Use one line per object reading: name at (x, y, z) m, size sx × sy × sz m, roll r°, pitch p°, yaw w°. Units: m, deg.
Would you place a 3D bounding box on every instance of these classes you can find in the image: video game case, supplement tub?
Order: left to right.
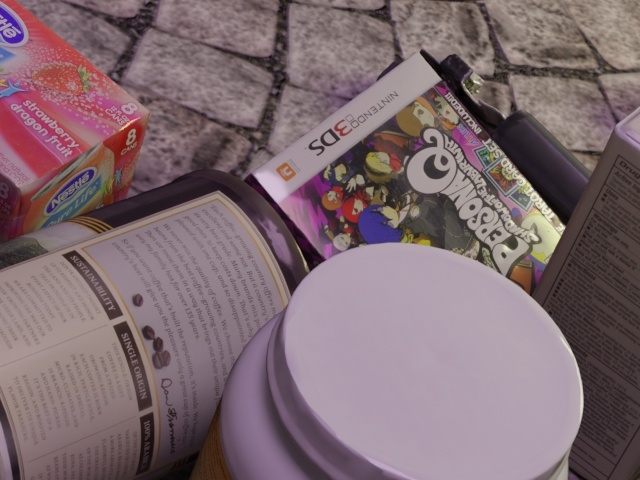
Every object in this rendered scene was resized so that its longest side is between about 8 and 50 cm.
supplement tub at (0.028, 0.175, 1.283) m, size 0.228 × 0.316 × 0.228 m, roll 11°, pitch 46°, yaw -12°
video game case at (0.080, -0.013, 1.584) m, size 0.210 × 0.042 × 0.232 m, roll -37°, pitch 86°, yaw -33°

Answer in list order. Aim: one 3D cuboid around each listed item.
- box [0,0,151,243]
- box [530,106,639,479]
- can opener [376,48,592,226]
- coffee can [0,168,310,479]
box at (-0.300, -0.113, 1.551) m, size 0.300 × 0.142 × 0.154 m, roll 40°, pitch 46°, yaw 17°
box at (0.256, 0.038, 1.504) m, size 0.148 × 0.311 × 0.121 m, roll 39°, pitch 47°, yaw 17°
can opener at (0.172, -0.072, 1.761) m, size 0.093 × 0.074 × 0.280 m, roll -45°, pitch 69°, yaw -7°
coffee can at (-0.163, 0.083, 1.378) m, size 0.275 × 0.201 × 0.201 m, roll -21°, pitch 59°, yaw -35°
